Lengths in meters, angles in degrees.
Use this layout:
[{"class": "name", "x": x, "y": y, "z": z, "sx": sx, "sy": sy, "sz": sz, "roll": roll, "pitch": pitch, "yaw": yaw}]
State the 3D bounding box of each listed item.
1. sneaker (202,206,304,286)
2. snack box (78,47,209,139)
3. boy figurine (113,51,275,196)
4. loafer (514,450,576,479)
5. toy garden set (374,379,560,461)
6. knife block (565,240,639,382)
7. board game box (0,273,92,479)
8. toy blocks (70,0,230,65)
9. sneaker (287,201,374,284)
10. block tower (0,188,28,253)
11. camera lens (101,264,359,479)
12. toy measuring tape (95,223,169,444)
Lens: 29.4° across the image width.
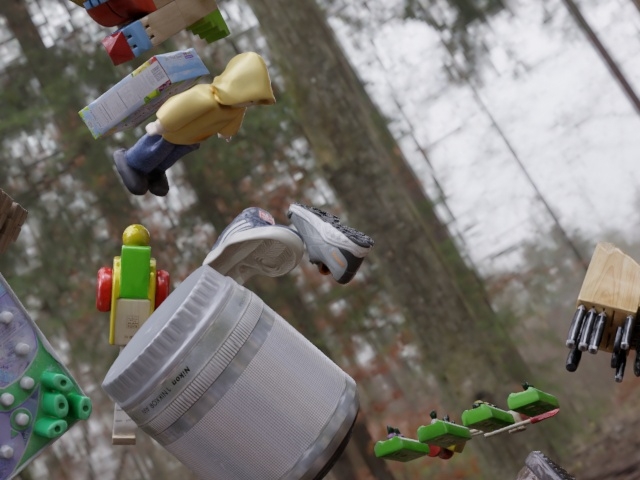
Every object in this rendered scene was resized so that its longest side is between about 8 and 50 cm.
[{"class": "sneaker", "x": -0.122, "y": -0.008, "z": 2.436, "sx": 0.350, "sy": 0.131, "sz": 0.148, "roll": -18, "pitch": 39, "yaw": 58}, {"class": "snack box", "x": -0.342, "y": -0.287, "z": 2.375, "sx": 0.207, "sy": 0.070, "sz": 0.174, "roll": -33, "pitch": 1, "yaw": 23}, {"class": "boy figurine", "x": -0.174, "y": -0.175, "z": 1.820, "sx": 0.285, "sy": 0.092, "sz": 0.177, "roll": -33, "pitch": -19, "yaw": 26}, {"class": "loafer", "x": 0.391, "y": 0.469, "z": 1.797, "sx": 0.134, "sy": 0.366, "sz": 0.130, "roll": 37, "pitch": -82, "yaw": -34}, {"class": "toy garden set", "x": 0.219, "y": 0.255, "z": 1.734, "sx": 0.244, "sy": 0.049, "sz": 0.204, "roll": -23, "pitch": -22, "yaw": 19}, {"class": "knife block", "x": 0.446, "y": 0.116, "z": 1.971, "sx": 0.242, "sy": 0.276, "sz": 0.088, "roll": -10, "pitch": -58, "yaw": -23}, {"class": "board game box", "x": -0.487, "y": 0.156, "z": 1.306, "sx": 0.390, "sy": 0.390, "sz": 0.050, "roll": -41, "pitch": 21, "yaw": -28}, {"class": "toy blocks", "x": -0.326, "y": -0.445, "z": 1.933, "sx": 0.190, "sy": 0.381, "sz": 0.261, "roll": -13, "pitch": 20, "yaw": 37}, {"class": "sneaker", "x": 0.000, "y": 0.000, "z": 2.391, "sx": 0.100, "sy": 0.271, "sz": 0.108, "roll": 17, "pitch": -78, "yaw": -31}, {"class": "block tower", "x": -0.591, "y": -0.073, "z": 1.992, "sx": 0.335, "sy": 0.097, "sz": 0.091, "roll": 62, "pitch": -133, "yaw": -70}, {"class": "camera lens", "x": -0.105, "y": 0.192, "z": 1.532, "sx": 0.219, "sy": 0.274, "sz": 0.219, "roll": -46, "pitch": 10, "yaw": 10}, {"class": "toy measuring tape", "x": -0.290, "y": 0.140, "z": 1.858, "sx": 0.121, "sy": 0.330, "sz": 0.121, "roll": 3, "pitch": 0, "yaw": 0}]
